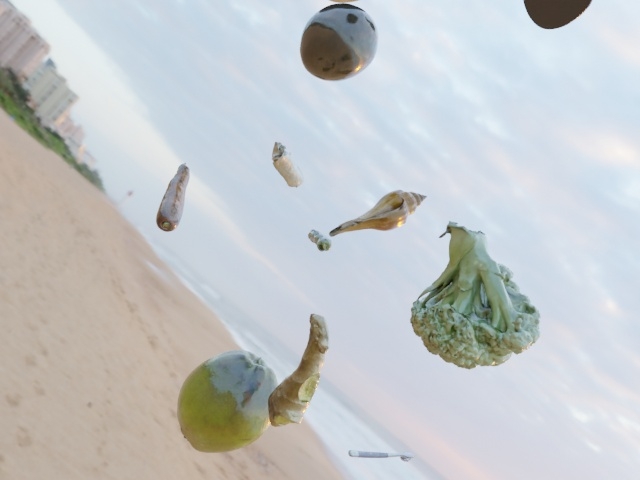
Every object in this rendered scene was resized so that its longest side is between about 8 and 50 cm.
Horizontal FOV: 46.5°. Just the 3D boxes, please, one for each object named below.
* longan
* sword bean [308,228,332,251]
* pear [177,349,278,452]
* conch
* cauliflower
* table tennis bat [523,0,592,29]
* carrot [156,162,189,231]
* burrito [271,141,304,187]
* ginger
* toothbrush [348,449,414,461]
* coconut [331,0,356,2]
[{"bbox_3d":[0.051,-0.507,1.902,0.196,0.220,0.197,40,-32,32],"label":"longan"},{"bbox_3d":[0.000,0.000,1.813,0.043,0.038,0.269,4,4,-6],"label":"sword bean"},{"bbox_3d":[-0.262,0.455,2.091,0.269,0.321,0.269,40,6,-5],"label":"pear"},{"bbox_3d":[0.169,-0.062,2.071,0.109,0.330,0.093,42,-30,40],"label":"conch"},{"bbox_3d":[0.334,0.129,1.561,0.260,0.281,0.327,16,8,-37],"label":"cauliflower"},{"bbox_3d":[0.447,-0.474,1.308,0.274,0.021,0.154,-22,-96,65],"label":"table tennis bat"},{"bbox_3d":[-0.340,-0.104,1.745,0.059,0.059,0.248,44,28,-28],"label":"carrot"},{"bbox_3d":[-0.108,-0.238,2.375,0.226,0.060,0.087,55,25,-62],"label":"burrito"},{"bbox_3d":[-0.045,0.309,1.744,0.086,0.295,0.131,18,13,-19],"label":"ginger"},{"bbox_3d":[0.177,0.627,2.175,0.288,0.026,0.024,18,29,-44],"label":"toothbrush"},{"bbox_3d":[0.066,-0.914,2.213,0.415,0.345,0.415,43,6,-6],"label":"coconut"}]
